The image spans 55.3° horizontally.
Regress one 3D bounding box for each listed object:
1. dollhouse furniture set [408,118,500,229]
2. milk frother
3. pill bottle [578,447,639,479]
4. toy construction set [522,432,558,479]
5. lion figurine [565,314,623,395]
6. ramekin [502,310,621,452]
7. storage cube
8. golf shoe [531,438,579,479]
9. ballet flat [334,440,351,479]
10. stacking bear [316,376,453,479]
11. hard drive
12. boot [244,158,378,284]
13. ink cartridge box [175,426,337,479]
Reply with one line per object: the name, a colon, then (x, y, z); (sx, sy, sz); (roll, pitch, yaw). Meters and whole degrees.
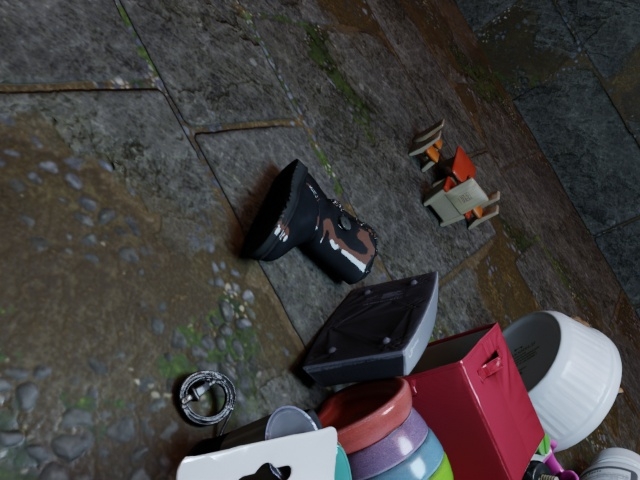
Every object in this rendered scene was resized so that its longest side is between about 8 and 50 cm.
dollhouse furniture set: (0.348, -0.151, 1.509); (0.262, 0.135, 0.259); (48, 34, -15)
milk frother: (-0.083, 0.203, 0.663); (0.143, 0.134, 0.129); (51, 33, -11)
pill bottle: (0.602, 0.566, 1.236); (0.176, 0.176, 0.318); (58, 34, -1)
toy construction set: (0.361, 0.479, 0.861); (0.309, 0.237, 0.258); (-42, 109, -36)
lion figurine: (0.568, 0.278, 1.460); (0.392, 0.142, 0.240); (13, 47, -43)
ramekin: (0.427, 0.259, 1.185); (0.127, 0.273, 0.273); (36, 38, -13)
storage cube: (0.199, 0.262, 0.923); (0.183, 0.215, 0.193); (-19, 86, -57)
golf shoe: (0.411, 0.489, 1.082); (0.115, 0.140, 0.306); (-23, 85, -57)
ballet flat: (-0.002, 0.338, 0.700); (0.076, 0.079, 0.222); (-2, 81, -21)
stacking bear: (0.104, 0.342, 0.791); (0.175, 0.164, 0.289); (-27, 91, -57)
hard drive: (0.090, 0.130, 0.920); (0.054, 0.172, 0.255); (69, 26, -13)
boot: (0.000, 0.000, 0.969); (0.207, 0.094, 0.246); (42, 30, -17)
ink cartridge box: (-0.018, 0.356, 0.508); (0.207, 0.119, 0.354); (5, 85, -45)
